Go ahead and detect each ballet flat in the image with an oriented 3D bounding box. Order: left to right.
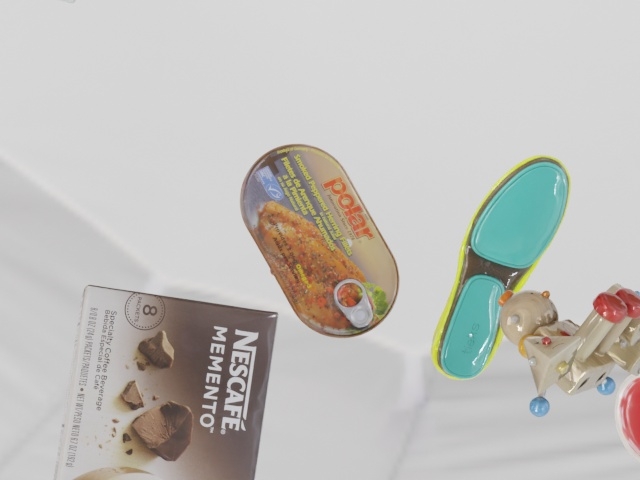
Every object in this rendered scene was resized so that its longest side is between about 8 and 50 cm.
[{"bbox_3d":[0.160,0.019,1.758,0.077,0.231,0.077,21,-166,-6],"label":"ballet flat"}]

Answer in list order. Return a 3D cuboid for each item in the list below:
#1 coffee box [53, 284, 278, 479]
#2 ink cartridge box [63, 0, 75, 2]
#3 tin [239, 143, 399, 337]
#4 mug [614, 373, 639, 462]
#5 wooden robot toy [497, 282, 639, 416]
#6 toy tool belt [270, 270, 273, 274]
[{"bbox_3d":[-0.142,0.195,1.618,0.168,0.297,0.119,10,174,-8],"label":"coffee box"},{"bbox_3d":[-0.300,-0.332,1.713,0.239,0.275,0.060,10,-119,-20],"label":"ink cartridge box"},{"bbox_3d":[0.000,0.000,1.757,0.106,0.189,0.040,-29,180,3],"label":"tin"},{"bbox_3d":[0.363,0.149,1.683,0.169,0.113,0.150,-8,-158,-40],"label":"mug"},{"bbox_3d":[0.148,0.048,1.152,0.079,0.076,0.173,38,-157,25],"label":"wooden robot toy"},{"bbox_3d":[-0.024,0.014,2.361,0.051,0.083,0.052,12,-150,-27],"label":"toy tool belt"}]
